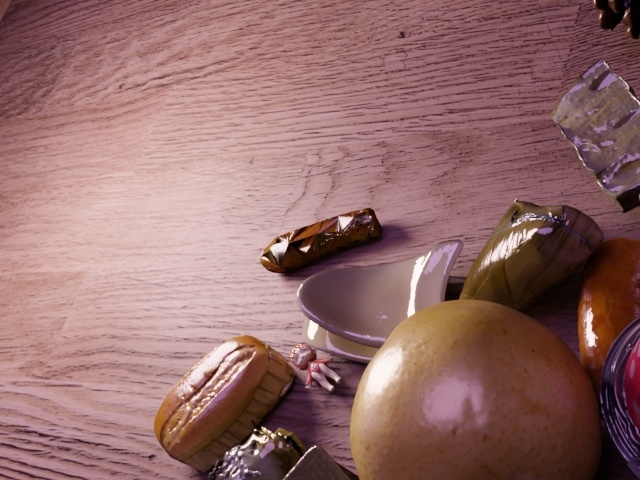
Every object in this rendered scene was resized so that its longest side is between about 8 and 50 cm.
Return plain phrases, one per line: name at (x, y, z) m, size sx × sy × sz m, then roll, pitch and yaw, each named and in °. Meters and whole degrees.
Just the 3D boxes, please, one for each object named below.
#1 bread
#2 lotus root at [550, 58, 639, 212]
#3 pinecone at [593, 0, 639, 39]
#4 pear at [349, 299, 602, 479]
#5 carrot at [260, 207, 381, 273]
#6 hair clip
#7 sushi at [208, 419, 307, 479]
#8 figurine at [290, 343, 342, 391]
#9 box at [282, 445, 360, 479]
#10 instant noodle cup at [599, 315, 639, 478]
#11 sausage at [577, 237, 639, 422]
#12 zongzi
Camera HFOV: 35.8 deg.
bread at (-0.161, 0.252, 1.589) m, size 0.236 × 0.106 × 0.140 m, roll -46°, pitch 39°, yaw -1°
lotus root at (0.425, -0.135, 1.390) m, size 0.119 × 0.138 × 0.235 m, roll -39°, pitch 42°, yaw 16°
pinecone at (0.517, -0.419, 1.479) m, size 0.257 × 0.243 × 0.243 m, roll -2°, pitch 52°, yaw 2°
pear at (0.183, 0.214, 1.191) m, size 0.309 × 0.309 × 0.309 m, roll -22°, pitch 47°, yaw 25°
carrot at (0.000, 0.000, 1.692) m, size 0.229 × 0.069 × 0.069 m, roll -20°, pitch 47°, yaw 26°
hair clip at (0.085, 0.105, 1.509) m, size 0.282 × 0.113 × 0.172 m, roll -4°, pitch 55°, yaw 21°
sushi at (-0.113, 0.402, 1.416) m, size 0.139 × 0.131 × 0.291 m, roll 12°, pitch 59°, yaw 47°
figurine at (-0.006, 0.202, 1.545) m, size 0.064 × 0.047 × 0.109 m, roll -48°, pitch 45°, yaw -7°
box at (0.043, 0.418, 1.262) m, size 0.184 × 0.143 × 0.273 m, roll -49°, pitch 42°, yaw -3°
instant noodle cup at (0.438, 0.140, 1.056) m, size 0.258 × 0.181 × 0.302 m, roll 3°, pitch 61°, yaw 12°
sausage at (0.380, 0.123, 1.246) m, size 0.109 × 0.109 × 0.270 m, roll -18°, pitch 49°, yaw 29°
zongzi at (0.257, 0.059, 1.344) m, size 0.256 × 0.115 × 0.228 m, roll -52°, pitch 4°, yaw 0°
